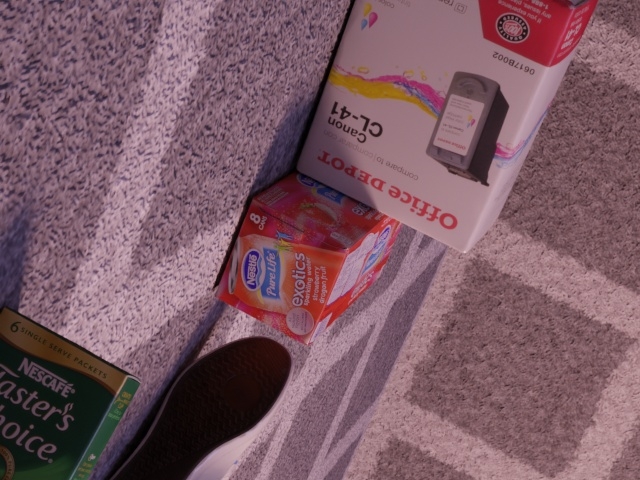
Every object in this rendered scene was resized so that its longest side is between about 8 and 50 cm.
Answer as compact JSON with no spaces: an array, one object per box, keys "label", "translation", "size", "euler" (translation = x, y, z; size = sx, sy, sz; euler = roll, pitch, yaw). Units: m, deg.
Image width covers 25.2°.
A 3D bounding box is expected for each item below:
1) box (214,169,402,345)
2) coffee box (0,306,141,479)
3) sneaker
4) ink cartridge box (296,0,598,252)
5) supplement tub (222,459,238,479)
[{"label":"box","translation":[0.000,0.000,1.607],"size":[0.128,0.122,0.257],"euler":[-67,168,24]},{"label":"coffee box","translation":[-0.221,0.152,1.019],"size":[0.184,0.113,0.040],"euler":[-60,165,-8]},{"label":"sneaker","translation":[-0.143,0.225,1.582],"size":[0.290,0.106,0.123],"euler":[-45,166,-23]},{"label":"ink cartridge box","translation":[0.134,-0.175,1.542],"size":[0.131,0.226,0.306],"euler":[-41,155,-60]},{"label":"supplement tub","translation":[-0.149,0.287,1.740],"size":[0.107,0.071,0.071],"euler":[-62,169,1]}]
